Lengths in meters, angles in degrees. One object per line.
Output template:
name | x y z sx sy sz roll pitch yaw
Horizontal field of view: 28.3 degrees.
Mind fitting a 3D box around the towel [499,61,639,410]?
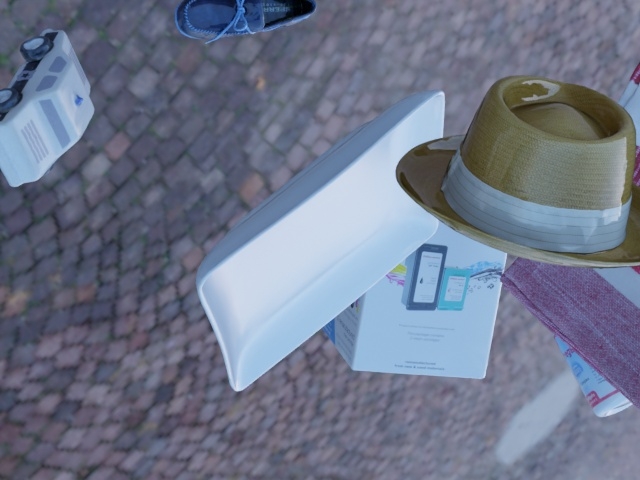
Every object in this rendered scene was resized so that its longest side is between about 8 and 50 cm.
towel | 0.294 -0.037 0.969 0.037 0.237 0.329 17 109 -41

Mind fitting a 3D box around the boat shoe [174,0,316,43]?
boat shoe | -0.124 -0.404 2.171 0.258 0.089 0.109 -20 105 -32

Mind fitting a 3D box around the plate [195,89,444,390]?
plate | 0.000 0.000 1.185 0.278 0.045 0.277 -39 158 -14

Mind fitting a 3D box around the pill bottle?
pill bottle | 0.323 0.117 1.478 0.087 0.160 0.087 -23 161 -8

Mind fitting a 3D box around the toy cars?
toy cars | -0.317 -0.143 1.268 0.394 0.087 0.176 -8 95 -71

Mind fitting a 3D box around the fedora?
fedora | 0.141 -0.052 0.788 0.194 0.194 0.079 -14 125 -45

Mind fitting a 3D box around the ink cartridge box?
ink cartridge box | 0.132 0.029 1.779 0.197 0.198 0.270 5 103 -15
